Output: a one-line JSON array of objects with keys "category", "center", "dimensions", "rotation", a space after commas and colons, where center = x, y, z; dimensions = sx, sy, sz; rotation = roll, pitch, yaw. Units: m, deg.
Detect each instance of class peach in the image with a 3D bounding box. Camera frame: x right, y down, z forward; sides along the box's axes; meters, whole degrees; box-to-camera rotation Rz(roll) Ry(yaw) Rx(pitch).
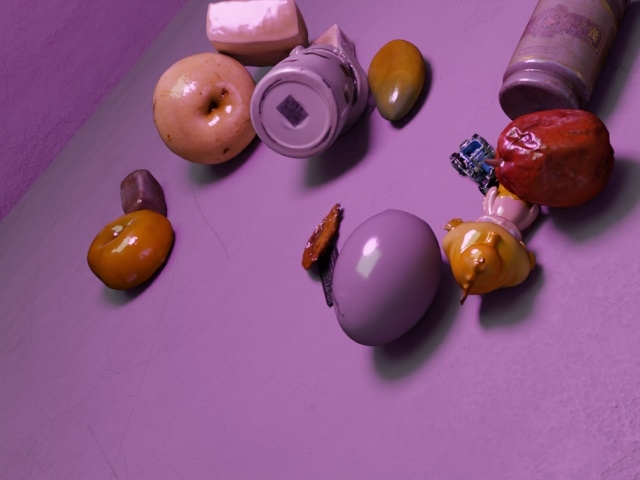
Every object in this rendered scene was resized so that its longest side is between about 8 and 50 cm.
[{"category": "peach", "center": [-0.509, 0.020, 2.106], "dimensions": [0.251, 0.153, 0.251], "rotation": [-20, 33, 14]}]

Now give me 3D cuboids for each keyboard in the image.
[{"category": "keyboard", "center": [0.022, 0.067, 1.556], "dimensions": [0.053, 0.010, 0.155], "rotation": [-36, 35, 16]}]

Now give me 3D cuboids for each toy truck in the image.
[{"category": "toy truck", "center": [0.284, -0.148, 1.413], "dimensions": [0.080, 0.078, 0.154], "rotation": [-43, 33, 6]}]

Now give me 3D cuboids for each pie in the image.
[{"category": "pie", "center": [-0.002, 0.002, 1.625], "dimensions": [0.088, 0.033, 0.191], "rotation": [-35, 21, 40]}]

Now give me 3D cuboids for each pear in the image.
[{"category": "pear", "center": [-0.307, -0.356, 2.123], "dimensions": [0.309, 0.309, 0.309], "rotation": [-30, 37, 26]}]

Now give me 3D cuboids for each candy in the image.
[{"category": "candy", "center": [-0.521, -0.122, 2.294], "dimensions": [0.102, 0.104, 0.234], "rotation": [-39, 34, 12]}]

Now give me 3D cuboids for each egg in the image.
[{"category": "egg", "center": [0.107, 0.065, 1.307], "dimensions": [0.176, 0.176, 0.232], "rotation": [10, 69, 53]}]

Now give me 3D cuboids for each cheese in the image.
[{"category": "cheese", "center": [-0.162, -0.558, 2.116], "dimensions": [0.242, 0.265, 0.124], "rotation": [-5, 89, 6]}]

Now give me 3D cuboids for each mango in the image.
[{"category": "mango", "center": [0.175, -0.364, 1.754], "dimensions": [0.137, 0.091, 0.237], "rotation": [-39, 39, 24]}]

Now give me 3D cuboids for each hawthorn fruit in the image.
[{"category": "hawthorn fruit", "center": [0.359, -0.121, 1.212], "dimensions": [0.173, 0.174, 0.179], "rotation": [-4, 21, 47]}]

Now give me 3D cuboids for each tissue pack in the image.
[{"category": "tissue pack", "center": [-0.007, -0.457, 2.055], "dimensions": [0.196, 0.092, 0.148], "rotation": [-32, 35, 23]}]

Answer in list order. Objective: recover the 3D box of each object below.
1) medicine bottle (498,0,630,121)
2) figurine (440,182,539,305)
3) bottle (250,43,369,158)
[{"category": "medicine bottle", "center": [0.436, -0.355, 1.381], "dimensions": [0.151, 0.151, 0.323], "rotation": [2, 57, 50]}, {"category": "figurine", "center": [0.275, -0.004, 1.249], "dimensions": [0.156, 0.131, 0.246], "rotation": [26, 55, 16]}, {"category": "bottle", "center": [-0.010, -0.338, 1.815], "dimensions": [0.229, 0.229, 0.352], "rotation": [-30, 15, 26]}]
